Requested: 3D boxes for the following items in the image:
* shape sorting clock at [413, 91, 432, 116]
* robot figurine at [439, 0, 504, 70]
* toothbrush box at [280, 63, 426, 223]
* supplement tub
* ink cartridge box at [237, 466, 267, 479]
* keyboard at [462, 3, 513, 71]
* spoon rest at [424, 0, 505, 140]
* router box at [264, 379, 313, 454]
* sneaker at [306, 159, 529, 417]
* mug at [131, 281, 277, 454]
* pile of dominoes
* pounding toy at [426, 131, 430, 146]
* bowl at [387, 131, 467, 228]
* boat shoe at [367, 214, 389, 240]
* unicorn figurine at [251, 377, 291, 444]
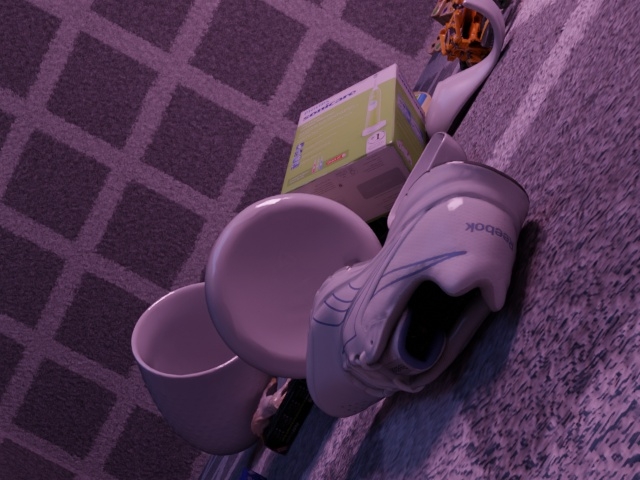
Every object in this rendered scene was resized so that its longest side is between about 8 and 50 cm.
[{"bbox_3d":[0.132,-0.220,1.383,0.206,0.040,0.206,-26,33,19],"label":"shape sorting clock"},{"bbox_3d":[0.272,-0.454,1.270,0.211,0.085,0.290,141,133,-84],"label":"robot figurine"},{"bbox_3d":[0.064,-0.154,1.201,0.206,0.122,0.283,-24,33,23],"label":"toothbrush box"},{"bbox_3d":[-0.043,0.075,1.010,0.235,0.236,0.325,-62,2,-11],"label":"supplement tub"},{"bbox_3d":[-0.146,0.460,1.073,0.207,0.046,0.097,-62,3,-9],"label":"ink cartridge box"},{"bbox_3d":[0.307,-0.359,1.386,0.072,0.014,0.256,-57,0,-27],"label":"keyboard"},{"bbox_3d":[0.240,-0.271,1.171,0.276,0.084,0.137,101,-168,-46],"label":"spoon rest"},{"bbox_3d":[-0.046,0.277,1.146,0.122,0.038,0.092,-61,3,1],"label":"router box"},{"bbox_3d":[0.055,0.069,0.569,0.129,0.111,0.297,-72,8,-46],"label":"sneaker"},{"bbox_3d":[-0.260,0.282,1.554,0.276,0.374,0.327,-34,-46,-28],"label":"mug"},{"bbox_3d":[0.314,-0.495,1.472,0.195,0.040,0.251,-62,21,-3],"label":"pile of dominoes"},{"bbox_3d":[0.178,-0.216,1.460,0.206,0.094,0.181,-62,2,2],"label":"pounding toy"},{"bbox_3d":[0.142,-0.066,0.906,0.142,0.053,0.142,-60,2,9],"label":"bowl"},{"bbox_3d":[0.103,-0.034,1.317,0.099,0.116,0.319,20,67,43],"label":"boat shoe"},{"bbox_3d":[-0.095,0.326,1.395,0.111,0.060,0.162,-58,-3,-33],"label":"unicorn figurine"}]
